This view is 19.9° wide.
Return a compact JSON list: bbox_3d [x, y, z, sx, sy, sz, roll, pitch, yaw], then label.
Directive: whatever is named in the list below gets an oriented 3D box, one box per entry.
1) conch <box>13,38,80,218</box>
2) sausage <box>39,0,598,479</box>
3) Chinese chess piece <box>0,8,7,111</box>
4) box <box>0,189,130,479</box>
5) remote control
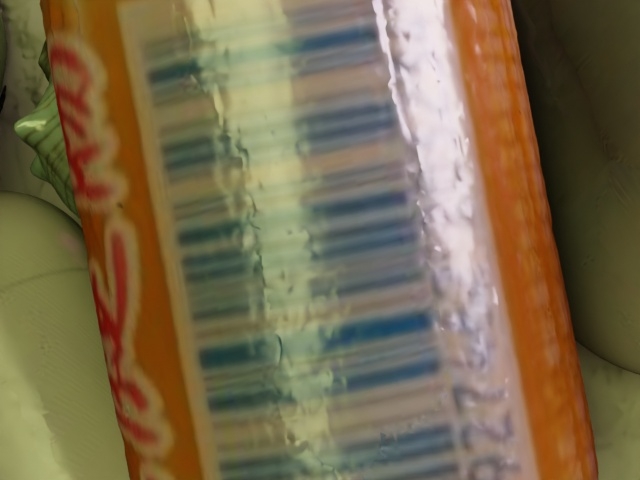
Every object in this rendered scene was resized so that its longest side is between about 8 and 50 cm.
[{"bbox_3d":[-0.102,-0.054,1.050,0.114,0.137,0.234,-13,112,43],"label":"conch"},{"bbox_3d":[0.000,0.000,0.892,0.233,0.233,0.287,-12,91,20],"label":"sausage"},{"bbox_3d":[-0.291,-0.118,1.153,0.188,0.083,0.188,-4,78,20],"label":"Chinese chess piece"},{"bbox_3d":[-0.201,0.166,1.034,0.289,0.141,0.349,-34,70,14],"label":"box"},{"bbox_3d":[0.158,-0.089,0.931,0.221,0.103,0.332,-38,66,42],"label":"remote control"}]
